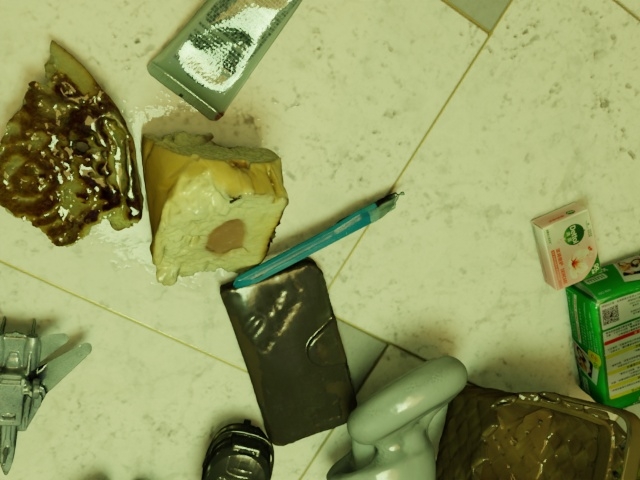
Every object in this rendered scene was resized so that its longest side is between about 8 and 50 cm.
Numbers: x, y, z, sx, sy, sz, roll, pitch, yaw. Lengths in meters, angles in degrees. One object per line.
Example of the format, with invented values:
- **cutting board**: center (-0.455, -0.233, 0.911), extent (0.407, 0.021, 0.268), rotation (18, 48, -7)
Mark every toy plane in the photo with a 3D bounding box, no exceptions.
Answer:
- **toy plane**: center (-0.457, 0.247, 1.177), extent (0.212, 0.088, 0.267), rotation (7, 107, -16)

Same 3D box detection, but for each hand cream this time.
- **hand cream**: center (-0.087, -0.325, 1.088), extent (0.124, 0.078, 0.341), rotation (36, 105, -23)

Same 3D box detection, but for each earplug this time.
- **earplug**: center (0.130, 0.322, 1.293), extent (0.214, 0.175, 0.326), rotation (-8, 123, -56)

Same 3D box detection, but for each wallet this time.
- **wallet**: center (-0.043, 0.183, 1.286), extent (0.165, 0.042, 0.310), rotation (-17, 113, -6)

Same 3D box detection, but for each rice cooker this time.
- **rice cooker**: center (-0.136, 0.373, 1.293), extent (0.112, 0.106, 0.165), rotation (17, 101, -8)

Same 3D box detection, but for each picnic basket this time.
- **picnic basket**: center (0.361, 0.369, 1.276), extent (0.291, 0.321, 0.254), rotation (17, 84, -25)

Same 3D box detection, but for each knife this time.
- **knife**: center (-0.001, -0.002, 1.218), extent (0.296, 0.044, 0.026), rotation (-27, 72, -12)

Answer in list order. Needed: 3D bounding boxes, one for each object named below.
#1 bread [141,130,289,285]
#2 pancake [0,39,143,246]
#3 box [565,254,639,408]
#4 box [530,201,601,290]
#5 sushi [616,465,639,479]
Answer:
- **bread**: center (-0.140, -0.030, 1.092), extent (0.183, 0.211, 0.224), rotation (-5, 105, -20)
- **pancake**: center (-0.327, -0.110, 1.099), extent (0.212, 0.056, 0.257), rotation (26, 109, -12)
- **box**: center (0.534, 0.159, 1.391), extent (0.180, 0.103, 0.250), rotation (-17, 111, -8)
- **box**: center (0.409, 0.010, 1.336), extent (0.089, 0.043, 0.125), rotation (-24, 114, -5)
- **sushi**: center (0.577, 0.600, 1.486), extent (0.351, 0.240, 0.397), rotation (-20, 110, -5)
